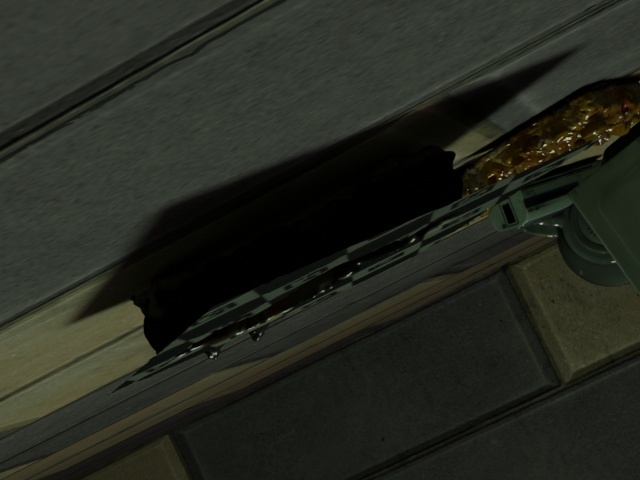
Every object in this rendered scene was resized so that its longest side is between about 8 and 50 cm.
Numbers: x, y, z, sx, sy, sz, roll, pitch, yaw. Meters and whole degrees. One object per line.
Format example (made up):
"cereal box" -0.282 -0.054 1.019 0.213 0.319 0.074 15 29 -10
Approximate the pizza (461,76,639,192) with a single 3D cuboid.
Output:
"pizza" 0.206 -0.089 1.108 0.178 0.041 0.131 -24 172 -19

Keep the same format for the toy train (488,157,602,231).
"toy train" 0.280 -0.057 1.618 0.055 0.048 0.252 -28 174 39

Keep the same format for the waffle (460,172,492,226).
"waffle" 0.102 -0.024 1.234 0.191 0.038 0.191 -25 174 -3

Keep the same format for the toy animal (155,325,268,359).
"toy animal" -0.095 0.079 1.272 0.135 0.047 0.065 -20 166 -31

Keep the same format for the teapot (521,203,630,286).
"teapot" 0.406 -0.023 2.001 0.239 0.162 0.149 3 172 16

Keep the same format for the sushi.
"sushi" 0.000 0.000 0.943 0.294 0.059 0.292 -22 173 -28

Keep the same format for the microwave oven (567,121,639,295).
"microwave oven" 0.430 -0.059 1.296 0.181 0.237 0.295 -17 160 -51
